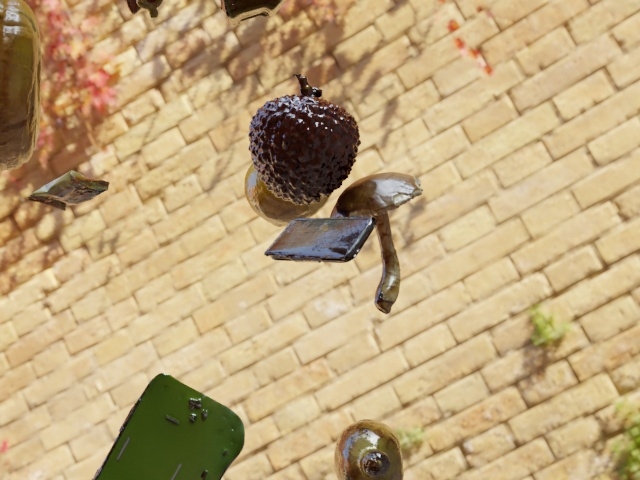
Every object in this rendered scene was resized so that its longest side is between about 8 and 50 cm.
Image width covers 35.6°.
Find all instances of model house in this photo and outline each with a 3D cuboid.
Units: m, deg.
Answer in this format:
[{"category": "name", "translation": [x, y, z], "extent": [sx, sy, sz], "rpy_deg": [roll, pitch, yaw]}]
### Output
[{"category": "model house", "translation": [-0.159, -0.681, 2.638], "extent": [0.239, 0.173, 0.268], "rpy_deg": [-14, 8, -2]}, {"category": "model house", "translation": [-0.284, 0.406, 1.781], "extent": [0.294, 0.207, 0.154], "rpy_deg": [-62, 10, -14]}]

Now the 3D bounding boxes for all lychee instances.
[{"category": "lychee", "translation": [-0.035, -0.225, 2.249], "extent": [0.264, 0.300, 0.264], "rpy_deg": [1, 16, 0]}]

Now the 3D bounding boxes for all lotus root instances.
[{"category": "lotus root", "translation": [0.097, 0.447, 2.021], "extent": [0.141, 0.169, 0.314], "rpy_deg": [-8, -15, 1]}]

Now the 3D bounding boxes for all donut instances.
[{"category": "donut", "translation": [-0.752, -0.361, 2.312], "extent": [0.198, 0.449, 0.449], "rpy_deg": [3, -19, -15]}]

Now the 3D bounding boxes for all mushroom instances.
[{"category": "mushroom", "translation": [0.126, -0.017, 2.328], "extent": [0.208, 0.302, 0.233], "rpy_deg": [16, 20, 24]}]

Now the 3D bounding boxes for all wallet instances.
[{"category": "wallet", "translation": [0.000, 0.000, 1.964], "extent": [0.232, 0.031, 0.122], "rpy_deg": [2, 45, 45]}]

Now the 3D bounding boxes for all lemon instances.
[{"category": "lemon", "translation": [-0.087, -0.157, 2.741], "extent": [0.288, 0.233, 0.233], "rpy_deg": [-33, -11, 35]}]

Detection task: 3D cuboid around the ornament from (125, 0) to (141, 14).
[{"category": "ornament", "translation": [-0.398, -0.632, 2.151], "extent": [0.221, 0.217, 0.235], "rpy_deg": [-45, 13, -21]}]

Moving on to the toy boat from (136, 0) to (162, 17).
[{"category": "toy boat", "translation": [-0.248, -0.480, 1.659], "extent": [0.141, 0.099, 0.318], "rpy_deg": [-19, -4, -28]}]

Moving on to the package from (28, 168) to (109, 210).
[{"category": "package", "translation": [-0.484, -0.095, 1.921], "extent": [0.121, 0.031, 0.108], "rpy_deg": [-24, -21, 22]}]
